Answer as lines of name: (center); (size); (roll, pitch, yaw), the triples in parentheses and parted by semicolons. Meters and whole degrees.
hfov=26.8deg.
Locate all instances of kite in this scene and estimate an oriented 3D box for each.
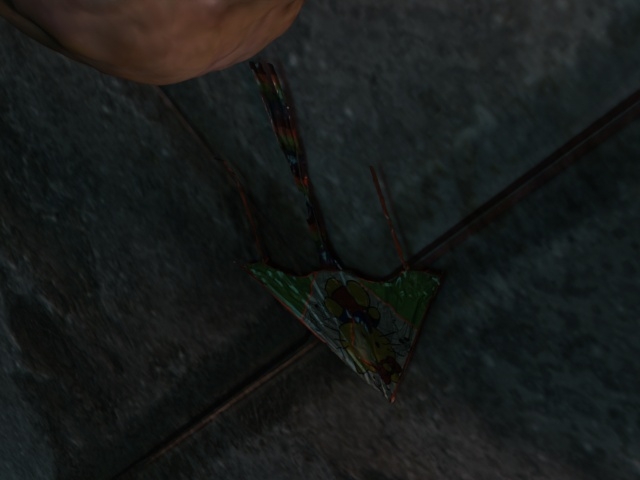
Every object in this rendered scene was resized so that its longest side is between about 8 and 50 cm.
kite: (0.000, 0.000, 0.824); (0.198, 0.006, 0.244); (7, 126, 48)

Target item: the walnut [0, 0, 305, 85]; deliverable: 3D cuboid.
walnut: (-0.074, -0.176, 0.583); (0.224, 0.224, 0.224); (31, 141, 29)
